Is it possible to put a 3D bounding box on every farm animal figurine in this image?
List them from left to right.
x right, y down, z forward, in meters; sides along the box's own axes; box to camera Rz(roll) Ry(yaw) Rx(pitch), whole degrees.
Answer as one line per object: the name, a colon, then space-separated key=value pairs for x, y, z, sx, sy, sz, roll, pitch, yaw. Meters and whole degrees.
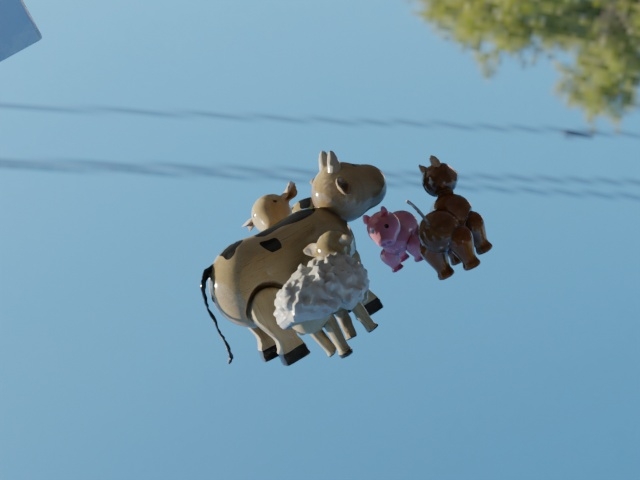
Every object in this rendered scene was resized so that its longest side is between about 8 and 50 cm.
farm animal figurine: x=0.000 y=0.000 z=1.739 sx=0.327 sy=0.172 sz=0.330 roll=-34 pitch=-169 yaw=-33

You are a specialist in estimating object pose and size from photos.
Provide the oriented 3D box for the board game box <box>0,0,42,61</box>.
board game box: x=-0.344 y=-0.145 z=0.829 sx=0.319 sy=0.066 sz=0.318 roll=-28 pitch=-126 yaw=-4
